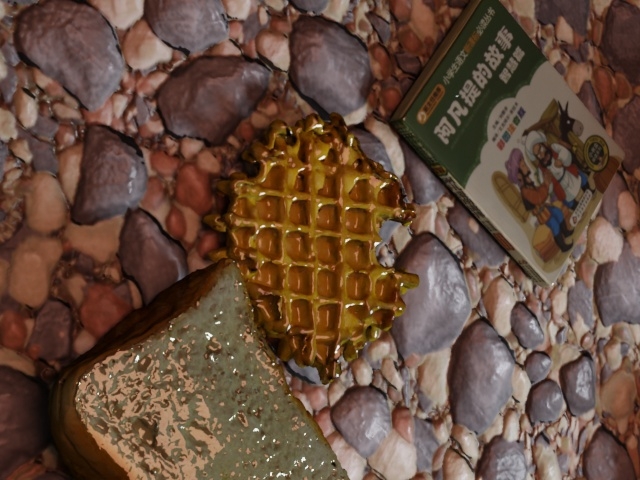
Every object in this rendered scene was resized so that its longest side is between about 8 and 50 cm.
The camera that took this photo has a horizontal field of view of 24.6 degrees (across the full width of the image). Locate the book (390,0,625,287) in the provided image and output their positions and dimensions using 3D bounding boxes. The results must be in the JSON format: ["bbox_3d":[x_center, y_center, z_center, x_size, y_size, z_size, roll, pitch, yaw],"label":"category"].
[{"bbox_3d":[0.208,-0.109,1.574,0.264,0.027,0.202,46,61,-22],"label":"book"}]

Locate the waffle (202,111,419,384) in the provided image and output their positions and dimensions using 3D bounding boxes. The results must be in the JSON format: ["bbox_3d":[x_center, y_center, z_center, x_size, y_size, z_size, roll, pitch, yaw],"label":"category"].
[{"bbox_3d":[0.000,0.000,1.399,0.229,0.051,0.231,-47,110,-27],"label":"waffle"}]

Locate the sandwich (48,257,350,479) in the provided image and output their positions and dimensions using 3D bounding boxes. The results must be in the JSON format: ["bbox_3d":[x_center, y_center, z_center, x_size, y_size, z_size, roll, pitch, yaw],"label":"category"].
[{"bbox_3d":[-0.102,0.173,1.270,0.226,0.087,0.251,-35,101,-33],"label":"sandwich"}]
